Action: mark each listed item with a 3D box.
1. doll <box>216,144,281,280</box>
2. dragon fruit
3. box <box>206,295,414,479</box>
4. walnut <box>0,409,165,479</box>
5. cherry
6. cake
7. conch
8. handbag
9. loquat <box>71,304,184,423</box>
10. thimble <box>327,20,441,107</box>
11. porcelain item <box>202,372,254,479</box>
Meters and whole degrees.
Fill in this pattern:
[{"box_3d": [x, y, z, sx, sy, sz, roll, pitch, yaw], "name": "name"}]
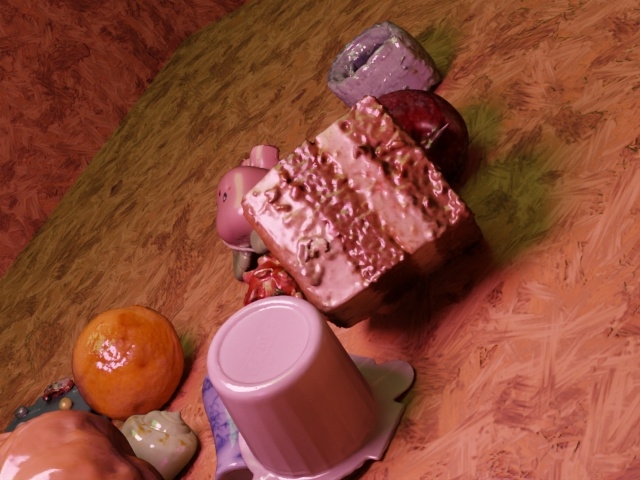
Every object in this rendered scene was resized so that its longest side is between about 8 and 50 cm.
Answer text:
[{"box_3d": [-0.118, -0.062, 2.035, 0.284, 0.216, 0.269, 134, 144, -59], "name": "doll"}, {"box_3d": [-0.071, 0.110, 1.731, 0.135, 0.137, 0.236, -43, 27, 11], "name": "dragon fruit"}, {"box_3d": [-0.023, 0.201, 1.357, 0.291, 0.206, 0.262, -25, 41, 4], "name": "box"}, {"box_3d": [-0.391, 0.444, 1.434, 0.383, 0.383, 0.384, -35, 27, 21], "name": "walnut"}, {"box_3d": [0.148, -0.168, 1.751, 0.230, 0.203, 0.300, -54, 13, -15], "name": "cherry"}, {"box_3d": [0.068, -0.031, 1.478, 0.290, 0.256, 0.282, -39, -16, 2], "name": "cake"}, {"box_3d": [-0.327, 0.409, 1.711, 0.251, 0.137, 0.143, -56, 48, 20], "name": "conch"}, {"box_3d": [-0.589, 0.402, 2.056, 0.268, 0.100, 0.274, -28, 22, 13], "name": "handbag"}, {"box_3d": [-0.390, 0.246, 1.901, 0.238, 0.238, 0.193, -52, 19, -15], "name": "loquat"}, {"box_3d": [0.144, -0.369, 2.101, 0.250, 0.172, 0.205, -11, 45, 54], "name": "thimble"}, {"box_3d": [-0.126, 0.288, 1.553, 0.141, 0.141, 0.259, -34, 35, 22], "name": "porcelain item"}]
